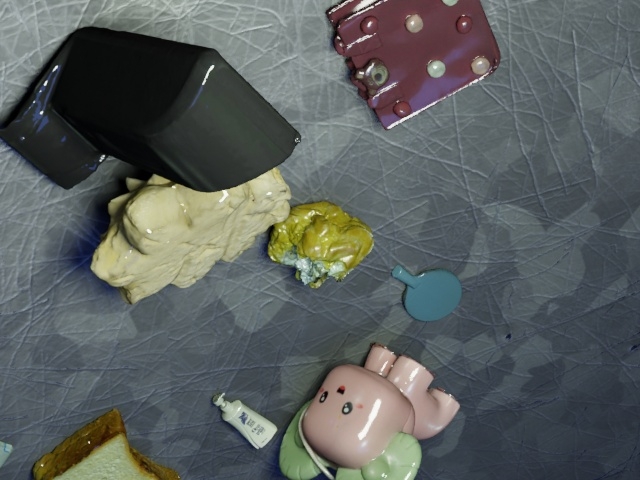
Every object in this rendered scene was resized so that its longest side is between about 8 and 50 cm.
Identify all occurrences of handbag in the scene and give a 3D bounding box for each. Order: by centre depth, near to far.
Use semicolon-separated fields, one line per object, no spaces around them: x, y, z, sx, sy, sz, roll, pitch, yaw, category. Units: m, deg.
0.134;-0.282;1.829;0.216;0.074;0.203;-30;129;-1;handbag

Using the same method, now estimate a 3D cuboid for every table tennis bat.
0.173;0.082;2.136;0.155;0.019;0.100;32;107;-38;table tennis bat

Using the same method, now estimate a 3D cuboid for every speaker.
-0.225;-0.139;1.613;0.180;0.388;0.184;42;75;-37;speaker

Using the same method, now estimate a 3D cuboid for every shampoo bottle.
-0.132;0.296;2.147;0.049;0.034;0.141;-38;128;12;shampoo bottle

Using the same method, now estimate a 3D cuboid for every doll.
0.080;0.315;2.115;0.268;0.284;0.216;-54;130;-14;doll

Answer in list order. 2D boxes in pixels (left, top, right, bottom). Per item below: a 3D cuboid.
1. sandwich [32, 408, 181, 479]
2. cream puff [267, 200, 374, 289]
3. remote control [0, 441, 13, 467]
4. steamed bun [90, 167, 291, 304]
-0.345;0.395;2.106;0.186;0.065;0.215;-35;130;4;sandwich
-0.001;-0.001;1.935;0.156;0.156;0.121;43;69;-38;cream puff
-0.540;0.321;2.001;0.124;0.018;0.053;26;111;-34;remote control
-0.195;-0.038;1.791;0.295;0.137;0.292;-36;164;26;steamed bun
